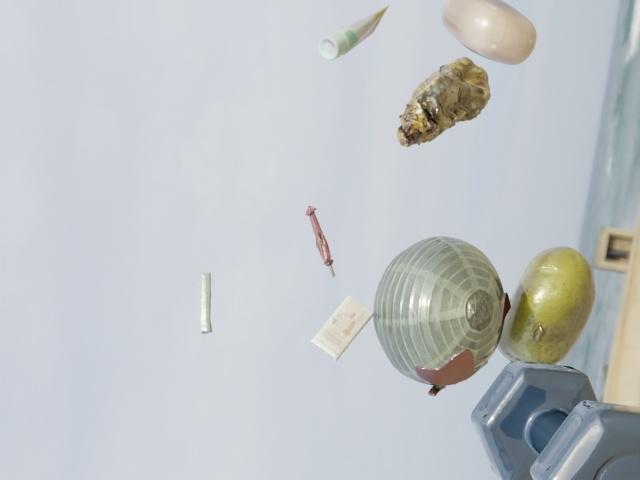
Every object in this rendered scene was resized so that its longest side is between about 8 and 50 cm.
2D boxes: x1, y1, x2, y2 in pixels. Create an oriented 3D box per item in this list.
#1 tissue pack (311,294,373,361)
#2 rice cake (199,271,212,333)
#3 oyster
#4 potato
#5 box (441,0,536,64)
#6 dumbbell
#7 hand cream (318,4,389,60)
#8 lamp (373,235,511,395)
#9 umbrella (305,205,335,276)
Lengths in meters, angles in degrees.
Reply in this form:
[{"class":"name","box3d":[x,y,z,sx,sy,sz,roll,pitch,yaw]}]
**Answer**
[{"class":"tissue pack","box3d":[0.037,0.148,1.550,0.108,0.056,0.023,-48,-16,-21]},{"class":"rice cake","box3d":[-0.219,0.119,1.746,0.021,0.022,0.121,72,-166,-71]},{"class":"oyster","box3d":[0.252,-0.275,1.829,0.079,0.128,0.345,-33,7,47]},{"class":"potato","box3d":[0.426,0.130,1.713,0.228,0.149,0.197,-57,-37,-11]},{"class":"box","box3d":[0.288,-0.370,1.576,0.088,0.146,0.200,-65,25,23]},{"class":"dumbbell","box3d":[0.264,0.218,0.951,0.316,0.157,0.143,-156,73,-85]},{"class":"hand cream","box3d":[0.065,-0.388,1.714,0.174,0.047,0.076,-38,-11,-42]},{"class":"lamp","box3d":[0.208,0.125,1.582,0.265,0.233,0.233,-60,-22,-16]},{"class":"umbrella","box3d":[0.000,0.000,1.872,0.027,0.025,0.165,101,153,-63]}]
